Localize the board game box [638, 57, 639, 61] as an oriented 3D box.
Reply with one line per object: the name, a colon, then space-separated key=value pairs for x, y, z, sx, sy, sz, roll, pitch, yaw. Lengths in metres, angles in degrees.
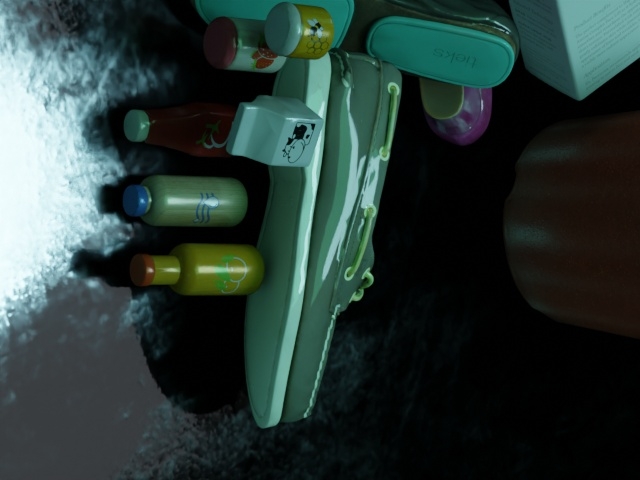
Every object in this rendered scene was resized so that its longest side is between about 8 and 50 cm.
board game box: x=0.431 y=-0.232 z=1.595 sx=0.232 sy=0.141 sz=0.291 roll=-53 pitch=128 yaw=-37

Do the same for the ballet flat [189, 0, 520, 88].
ballet flat: x=0.026 y=-0.189 z=1.278 sx=0.280 sy=0.095 sz=0.096 roll=13 pitch=43 yaw=-18

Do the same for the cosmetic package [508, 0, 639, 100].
cosmetic package: x=0.229 y=-0.251 z=1.419 sx=0.117 sy=0.085 sz=0.231 roll=-36 pitch=134 yaw=-16

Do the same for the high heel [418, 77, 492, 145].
high heel: x=0.121 y=-0.208 z=1.405 sx=0.117 sy=0.082 sz=0.244 roll=29 pitch=54 yaw=-72

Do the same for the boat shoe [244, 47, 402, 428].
boat shoe: x=0.002 y=0.001 z=1.245 sx=0.091 sy=0.109 sz=0.305 roll=6 pitch=95 yaw=-22

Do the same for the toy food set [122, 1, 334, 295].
toy food set: x=-0.080 y=-0.077 z=1.178 sx=0.105 sy=0.111 sz=0.232 roll=0 pitch=120 yaw=-38

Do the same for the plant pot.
plant pot: x=0.330 y=-0.013 z=1.461 sx=0.272 sy=0.265 sz=0.272 roll=-2 pitch=93 yaw=-42
